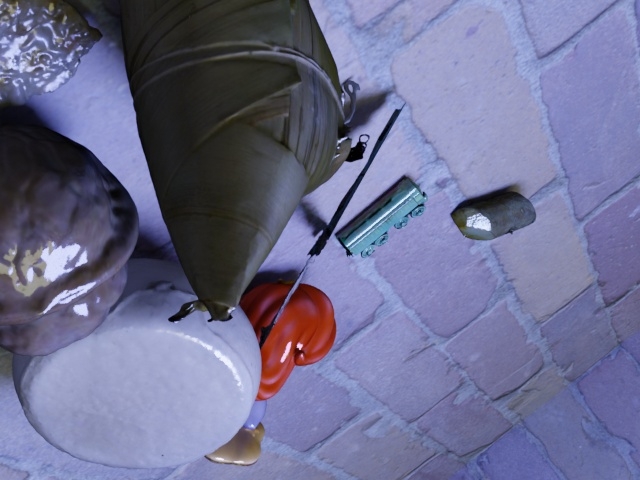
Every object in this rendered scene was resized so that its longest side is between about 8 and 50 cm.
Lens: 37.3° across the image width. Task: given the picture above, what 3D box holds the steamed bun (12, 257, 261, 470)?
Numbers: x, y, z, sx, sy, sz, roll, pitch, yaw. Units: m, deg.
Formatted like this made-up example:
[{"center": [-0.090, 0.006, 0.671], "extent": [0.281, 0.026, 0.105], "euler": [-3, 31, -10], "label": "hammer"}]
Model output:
[{"center": [-0.212, 0.133, 1.124], "extent": [0.283, 0.177, 0.282], "euler": [-3, 128, -3], "label": "steamed bun"}]

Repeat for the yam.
[{"center": [0.283, -0.036, 1.536], "extent": [0.147, 0.069, 0.069], "euler": [-19, 146, -30], "label": "yam"}]

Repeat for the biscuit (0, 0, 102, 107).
[{"center": [-0.322, -0.146, 0.786], "extent": [0.290, 0.038, 0.141], "euler": [-28, 148, -19], "label": "biscuit"}]

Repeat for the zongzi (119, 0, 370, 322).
[{"center": [-0.048, -0.053, 0.912], "extent": [0.182, 0.418, 0.447], "euler": [-12, 154, 11], "label": "zongzi"}]

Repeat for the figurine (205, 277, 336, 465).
[{"center": [-0.103, 0.177, 1.335], "extent": [0.208, 0.181, 0.257], "euler": [18, 117, -21], "label": "figurine"}]

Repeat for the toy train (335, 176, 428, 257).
[{"center": [0.090, -0.028, 1.378], "extent": [0.148, 0.038, 0.071], "euler": [-40, 147, 7], "label": "toy train"}]

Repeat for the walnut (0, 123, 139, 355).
[{"center": [-0.268, -0.003, 0.865], "extent": [0.224, 0.224, 0.224], "euler": [-26, 148, -18], "label": "walnut"}]

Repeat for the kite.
[{"center": [-0.001, 0.000, 1.160], "extent": [0.406, 0.014, 0.368], "euler": [-59, -179, 2], "label": "kite"}]
